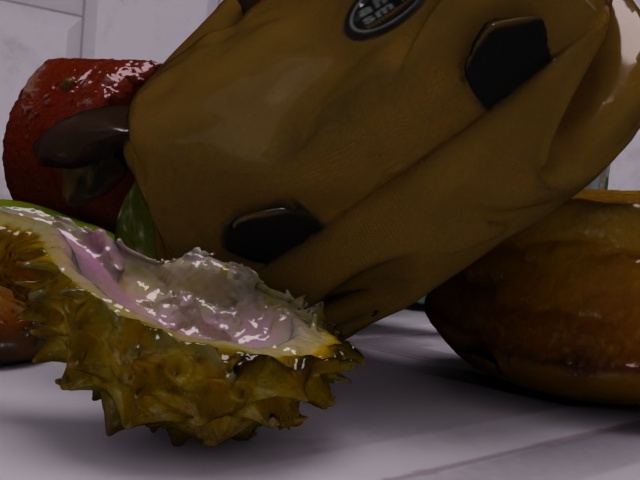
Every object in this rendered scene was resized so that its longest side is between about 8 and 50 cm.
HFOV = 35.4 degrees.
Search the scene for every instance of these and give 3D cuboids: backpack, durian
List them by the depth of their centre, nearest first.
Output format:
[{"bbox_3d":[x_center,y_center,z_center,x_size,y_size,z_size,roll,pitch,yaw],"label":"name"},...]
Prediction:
[{"bbox_3d":[-0.095,0.043,0.469,0.224,0.078,0.140,21,16,10],"label":"durian"},{"bbox_3d":[0.017,-0.102,0.649,0.353,0.201,0.378,-35,26,6],"label":"backpack"}]

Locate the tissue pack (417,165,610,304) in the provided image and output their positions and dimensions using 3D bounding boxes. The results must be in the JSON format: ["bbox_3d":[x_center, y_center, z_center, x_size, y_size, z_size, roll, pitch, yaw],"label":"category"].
[{"bbox_3d":[0.201,-0.072,1.102,0.228,0.311,0.128,7,3,25],"label":"tissue pack"}]

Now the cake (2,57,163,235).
[{"bbox_3d":[-0.200,-0.059,1.054,0.151,0.177,0.283,5,-29,26],"label":"cake"}]

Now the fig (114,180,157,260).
[{"bbox_3d":[-0.026,-0.022,0.937,0.314,0.233,0.233,15,-2,-27],"label":"fig"}]

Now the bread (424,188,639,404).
[{"bbox_3d":[0.177,0.029,0.680,0.195,0.143,0.269,3,5,-15],"label":"bread"}]

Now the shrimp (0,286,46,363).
[{"bbox_3d":[-0.297,0.017,0.682,0.222,0.054,0.290,12,11,-23],"label":"shrimp"}]

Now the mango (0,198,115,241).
[{"bbox_3d":[-0.269,0.009,0.935,0.163,0.089,0.117,6,2,9],"label":"mango"}]
